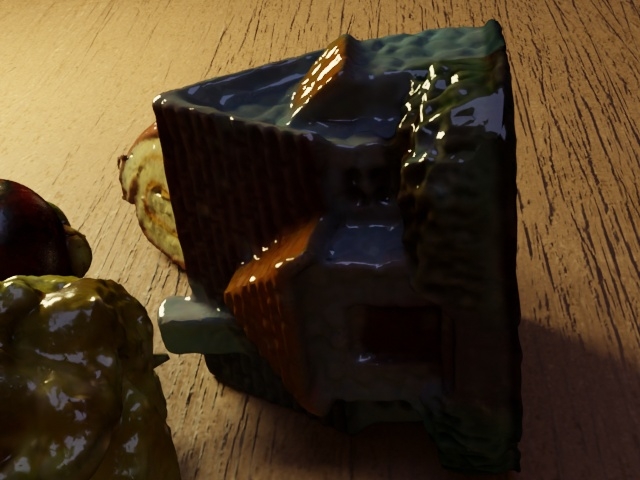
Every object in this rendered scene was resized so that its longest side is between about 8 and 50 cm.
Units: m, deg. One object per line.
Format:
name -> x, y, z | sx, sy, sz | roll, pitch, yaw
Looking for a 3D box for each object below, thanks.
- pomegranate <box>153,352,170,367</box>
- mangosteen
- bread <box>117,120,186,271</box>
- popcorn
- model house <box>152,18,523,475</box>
pomegranate -> -0.253, 0.119, 0.947 | 0.169, 0.148, 0.148 | 32, 45, 21
mangosteen -> -0.343, 0.017, 1.103 | 0.200, 0.199, 0.199 | -4, 32, 3
bread -> -0.139, -0.069, 1.182 | 0.123, 0.190, 0.244 | -12, 26, -36
popcorn -> -0.248, 0.159, 0.755 | 0.282, 0.247, 0.282 | 3, 40, -2
model house -> 0.000, 0.000, 0.880 | 0.339, 0.360, 0.297 | -1, 34, 10
